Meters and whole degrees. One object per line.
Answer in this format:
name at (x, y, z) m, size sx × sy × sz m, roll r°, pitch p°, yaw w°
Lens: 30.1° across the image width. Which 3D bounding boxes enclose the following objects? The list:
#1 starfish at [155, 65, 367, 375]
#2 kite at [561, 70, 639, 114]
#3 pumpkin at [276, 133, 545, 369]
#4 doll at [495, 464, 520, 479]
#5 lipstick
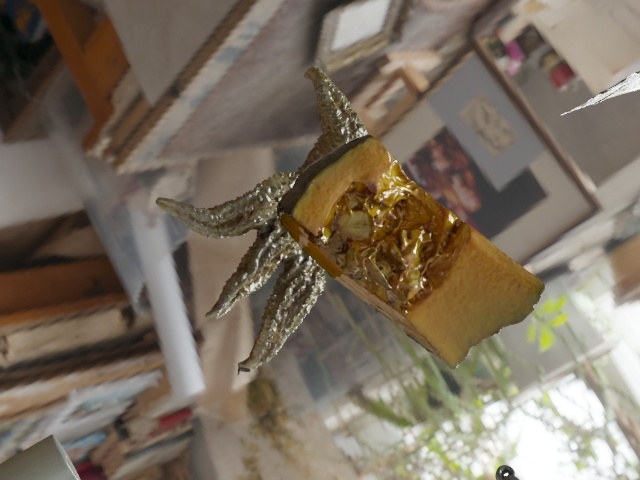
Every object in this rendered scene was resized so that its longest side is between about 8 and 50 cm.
starfish at (-0.024, 0.009, 1.264) m, size 0.293 × 0.302 × 0.084 m, roll -38°, pitch -167°, yaw -30°
kite at (0.476, -0.230, 1.482) m, size 0.377 × 0.013 × 0.327 m, roll -23°, pitch 175°, yaw 18°
pumpkin at (0.079, 0.007, 1.155) m, size 0.131 × 0.248 × 0.126 m, roll -47°, pitch -171°, yaw -10°
doll at (0.214, 0.304, 1.101) m, size 0.102 × 0.228 × 0.075 m, roll -12°, pitch 139°, yaw -17°
lipstick at (-0.391, 0.309, 1.308) m, size 0.254 × 0.070 × 0.070 m, roll -31°, pitch 165°, yaw -12°
